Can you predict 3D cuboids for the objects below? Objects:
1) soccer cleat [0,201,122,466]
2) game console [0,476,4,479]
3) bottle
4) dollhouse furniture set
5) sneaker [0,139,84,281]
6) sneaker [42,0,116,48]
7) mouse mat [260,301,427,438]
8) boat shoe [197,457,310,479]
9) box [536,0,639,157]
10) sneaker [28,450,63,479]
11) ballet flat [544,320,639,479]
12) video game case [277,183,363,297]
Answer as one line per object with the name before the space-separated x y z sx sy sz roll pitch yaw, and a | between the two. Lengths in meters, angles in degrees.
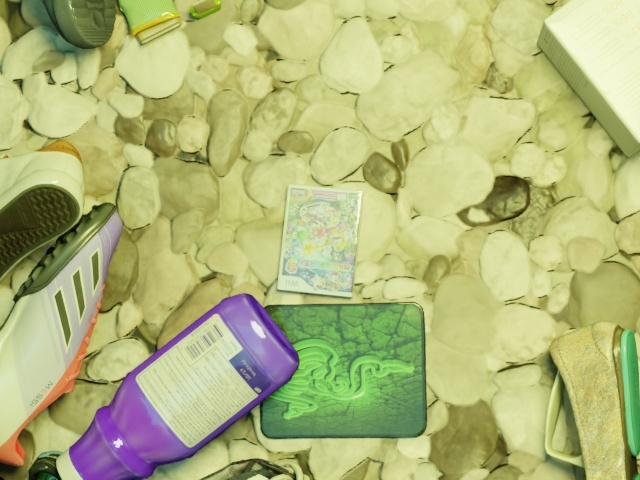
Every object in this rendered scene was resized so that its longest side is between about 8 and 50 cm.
soccer cleat | -0.302 0.104 1.244 0.116 0.108 0.318 35 89 -12
game console | -0.347 0.321 1.210 0.071 0.107 0.122 -15 83 -36
bottle | -0.161 0.180 1.217 0.283 0.092 0.118 -39 86 4
dollhouse furniture set | -0.165 -0.291 1.270 0.152 0.058 0.076 -25 84 3
sneaker | -0.384 -0.019 1.269 0.290 0.123 0.106 -25 128 16
sneaker | -0.335 -0.356 1.281 0.131 0.112 0.319 -20 82 22
mouse mat | 0.025 0.146 1.248 0.190 0.007 0.152 -2 86 6
boat shoe | -0.009 0.297 1.177 0.341 0.127 0.158 -19 92 4
box | 0.340 -0.199 1.200 0.130 0.091 0.170 -36 83 2
sneaker | -0.291 0.329 1.228 0.067 0.078 0.188 -15 85 4
ballet flat | 0.297 0.246 1.180 0.106 0.107 0.316 -8 79 25
video game case | 0.000 0.000 1.258 0.087 0.011 0.122 6 87 5
